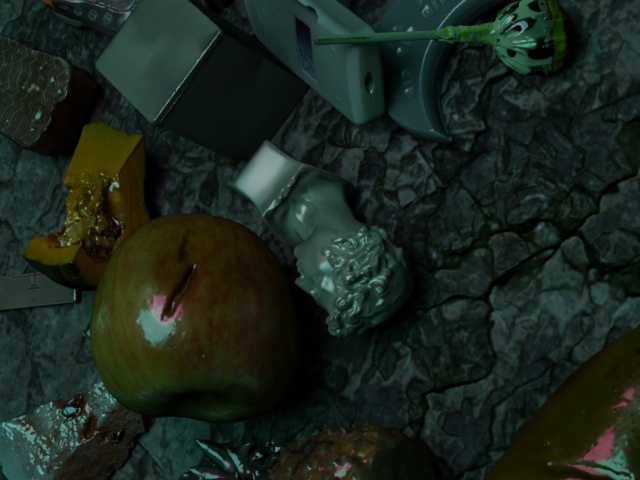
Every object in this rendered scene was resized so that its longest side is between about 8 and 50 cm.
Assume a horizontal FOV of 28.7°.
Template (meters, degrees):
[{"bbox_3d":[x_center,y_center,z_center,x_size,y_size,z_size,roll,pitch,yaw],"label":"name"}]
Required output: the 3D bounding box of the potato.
[{"bbox_3d":[0.293,0.237,1.269,0.369,0.176,0.195,-54,16,-1],"label":"potato"}]

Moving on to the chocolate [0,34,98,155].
[{"bbox_3d":[-0.429,-0.214,1.880,0.214,0.093,0.148,27,94,35],"label":"chocolate"}]

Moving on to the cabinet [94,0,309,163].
[{"bbox_3d":[-0.153,-0.214,1.634,0.145,0.206,0.150,44,102,33],"label":"cabinet"}]

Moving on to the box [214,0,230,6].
[{"bbox_3d":[-0.244,-0.475,1.771,0.084,0.198,0.310,-49,56,11],"label":"box"}]

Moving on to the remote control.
[{"bbox_3d":[-0.014,-0.263,1.590,0.056,0.140,0.296,-24,42,-20],"label":"remote control"}]

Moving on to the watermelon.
[{"bbox_3d":[-0.326,0.268,1.696,0.241,0.094,0.154,-39,67,15],"label":"watermelon"}]

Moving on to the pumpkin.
[{"bbox_3d":[-0.302,-0.035,1.743,0.131,0.126,0.248,2,59,41],"label":"pumpkin"}]

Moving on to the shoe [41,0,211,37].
[{"bbox_3d":[-0.309,-0.360,1.796,0.336,0.171,0.132,24,90,35],"label":"shoe"}]

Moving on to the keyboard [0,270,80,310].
[{"bbox_3d":[-0.417,0.071,1.840,0.166,0.017,0.055,-7,78,31],"label":"keyboard"}]

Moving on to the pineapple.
[{"bbox_3d":[-0.034,0.295,1.464,0.341,0.169,0.169,-9,72,39],"label":"pineapple"}]

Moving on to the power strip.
[{"bbox_3d":[0.149,-0.253,1.546,0.168,0.054,0.253,25,92,34],"label":"power strip"}]

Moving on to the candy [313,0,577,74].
[{"bbox_3d":[0.144,-0.230,1.446,0.306,0.083,0.091,-4,97,-6],"label":"candy"}]

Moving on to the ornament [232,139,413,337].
[{"bbox_3d":[0.010,-0.011,1.529,0.130,0.120,0.285,-41,58,13],"label":"ornament"}]

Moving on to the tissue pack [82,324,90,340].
[{"bbox_3d":[-0.245,0.110,1.688,0.085,0.079,0.111,46,105,0],"label":"tissue pack"}]

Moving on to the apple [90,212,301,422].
[{"bbox_3d":[-0.150,0.093,1.520,0.264,0.264,0.264,-9,72,30],"label":"apple"}]
